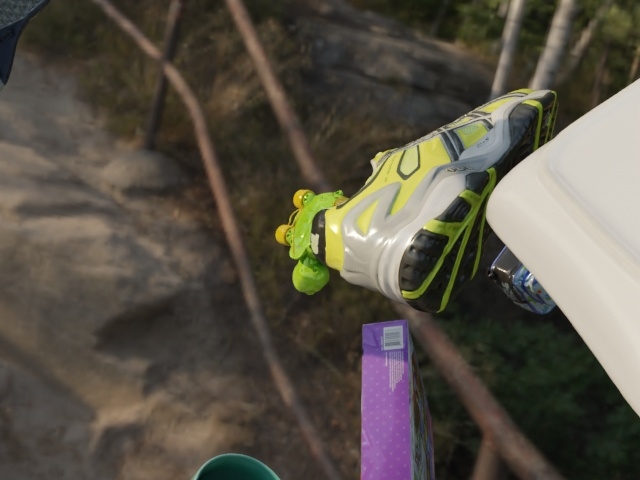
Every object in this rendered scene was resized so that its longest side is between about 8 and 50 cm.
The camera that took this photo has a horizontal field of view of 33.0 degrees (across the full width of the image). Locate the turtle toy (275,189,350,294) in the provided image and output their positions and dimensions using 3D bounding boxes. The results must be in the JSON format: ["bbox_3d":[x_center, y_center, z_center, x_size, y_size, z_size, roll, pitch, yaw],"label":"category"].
[{"bbox_3d":[0.000,0.000,1.282,0.095,0.130,0.066,14,-16,47],"label":"turtle toy"}]

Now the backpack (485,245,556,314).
[{"bbox_3d":[0.307,0.048,1.522,0.084,0.105,0.114,23,-18,44],"label":"backpack"}]

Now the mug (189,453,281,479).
[{"bbox_3d":[-0.124,0.333,1.295,0.158,0.097,0.129,15,44,-24],"label":"mug"}]

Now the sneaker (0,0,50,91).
[{"bbox_3d":[-0.369,-0.214,1.141,0.086,0.226,0.163,35,-39,-28],"label":"sneaker"}]

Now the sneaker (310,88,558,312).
[{"bbox_3d":[0.133,-0.072,1.108,0.147,0.145,0.385,17,32,28],"label":"sneaker"}]

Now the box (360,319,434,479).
[{"bbox_3d":[0.087,0.262,1.180,0.057,0.201,0.293,-7,44,10],"label":"box"}]

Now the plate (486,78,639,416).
[{"bbox_3d":[0.235,-0.050,0.572,0.045,0.277,0.278,53,6,-26],"label":"plate"}]
